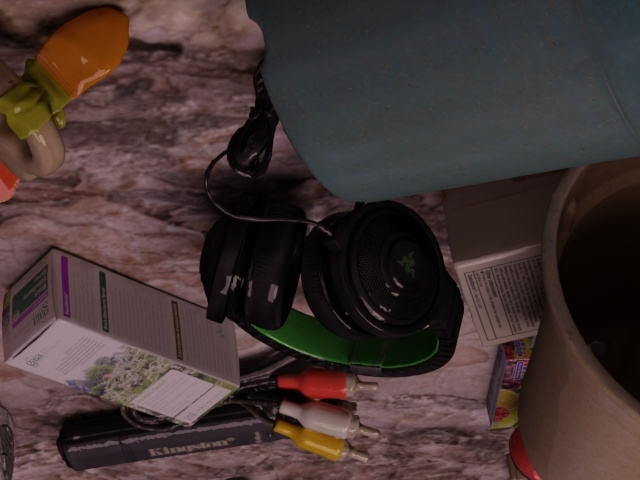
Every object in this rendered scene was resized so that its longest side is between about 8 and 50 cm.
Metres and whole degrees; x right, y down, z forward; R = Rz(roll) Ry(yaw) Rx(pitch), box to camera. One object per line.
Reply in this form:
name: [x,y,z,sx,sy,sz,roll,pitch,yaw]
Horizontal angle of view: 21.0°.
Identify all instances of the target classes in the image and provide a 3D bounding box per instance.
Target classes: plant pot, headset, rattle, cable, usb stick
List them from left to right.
rattle: [-0.250,-0.124,1.544,0.130,0.143,0.200,27,158,8]
usb stick: [-0.163,0.220,1.985,0.278,0.045,0.077,-9,141,2]
cable: [-0.075,0.169,1.900,0.287,0.072,0.139,5,114,-4]
headset: [0.000,0.000,1.651,0.243,0.185,0.394,4,153,24]
plant pot: [0.143,-0.189,1.308,0.334,0.341,0.341,-14,143,23]
plant pot: [0.319,0.105,1.520,0.334,0.334,0.305,1,149,-10]

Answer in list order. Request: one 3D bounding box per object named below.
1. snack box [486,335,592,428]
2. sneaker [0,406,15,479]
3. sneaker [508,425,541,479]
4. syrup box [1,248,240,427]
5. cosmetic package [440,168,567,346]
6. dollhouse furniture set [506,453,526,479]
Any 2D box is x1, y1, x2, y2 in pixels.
snack box: [0.249,0.161,1.981,0.100,0.037,0.141,-4,142,-7]
sneaker: [-0.411,0.213,1.918,0.115,0.090,0.232,-5,134,8]
sneaker: [0.347,0.185,1.939,0.276,0.097,0.135,-16,146,-18]
syrup box: [-0.205,0.104,1.788,0.237,0.096,0.093,25,130,-34]
cosmetic package: [0.277,-0.015,1.686,0.296,0.129,0.153,-13,140,8]
dollhouse furniture set: [0.248,0.385,2.150,0.101,0.182,0.161,-11,142,5]
